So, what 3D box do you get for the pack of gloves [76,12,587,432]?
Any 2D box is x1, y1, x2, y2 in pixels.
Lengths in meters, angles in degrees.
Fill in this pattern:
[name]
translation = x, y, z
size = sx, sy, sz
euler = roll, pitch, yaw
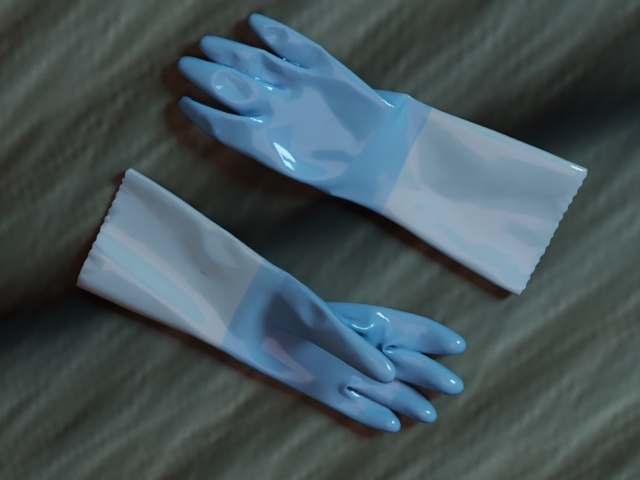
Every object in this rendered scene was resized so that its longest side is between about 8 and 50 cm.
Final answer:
[pack of gloves]
translation = 0.000, 0.000, 0.755
size = 0.232, 0.046, 0.195
euler = 26, 110, -2
